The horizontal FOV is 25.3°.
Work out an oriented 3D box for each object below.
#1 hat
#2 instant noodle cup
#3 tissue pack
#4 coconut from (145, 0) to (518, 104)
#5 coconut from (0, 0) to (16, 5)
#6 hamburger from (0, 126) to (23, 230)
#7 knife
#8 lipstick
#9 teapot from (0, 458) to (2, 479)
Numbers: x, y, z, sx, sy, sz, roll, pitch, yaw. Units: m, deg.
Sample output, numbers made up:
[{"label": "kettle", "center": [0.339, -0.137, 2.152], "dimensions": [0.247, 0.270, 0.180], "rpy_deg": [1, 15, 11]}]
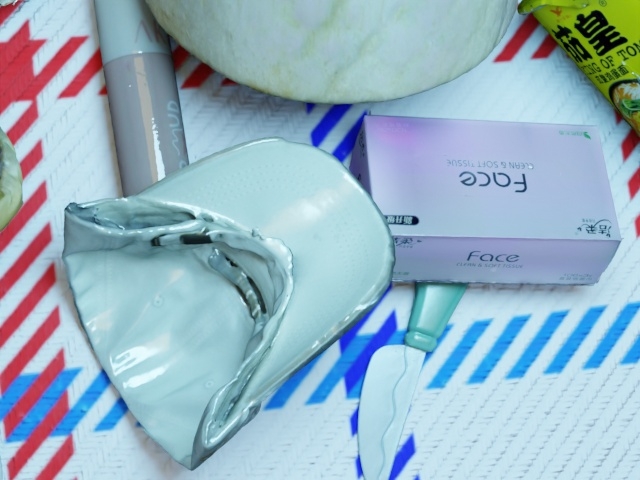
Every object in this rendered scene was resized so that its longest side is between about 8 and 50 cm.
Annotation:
[{"label": "hat", "center": [-0.077, 0.044, 1.324], "dimensions": [0.301, 0.168, 0.258], "rpy_deg": [-32, 75, -3]}, {"label": "instant noodle cup", "center": [0.394, -0.222, 1.411], "dimensions": [0.325, 0.325, 0.254], "rpy_deg": [-37, 97, -14]}, {"label": "tissue pack", "center": [0.157, -0.041, 1.411], "dimensions": [0.246, 0.092, 0.149], "rpy_deg": [1, 56, -9]}, {"label": "coconut", "center": [0.006, -0.308, 1.332], "dimensions": [0.344, 0.415, 0.415], "rpy_deg": [-33, 86, -30]}, {"label": "coconut", "center": [-0.343, -0.300, 1.360], "dimensions": [0.182, 0.171, 0.171], "rpy_deg": [-15, 82, -15]}, {"label": "hamburger", "center": [-0.401, -0.047, 1.248], "dimensions": [0.259, 0.283, 0.145], "rpy_deg": [-27, 125, -15]}, {"label": "knife", "center": [0.082, 0.122, 1.422], "dimensions": [0.063, 0.034, 0.260], "rpy_deg": [24, 79, -6]}, {"label": "lipstick", "center": [-0.174, -0.143, 1.404], "dimensions": [0.070, 0.070, 0.255], "rpy_deg": [-8, 81, -11]}, {"label": "teapot", "center": [-0.380, 0.223, 1.266], "dimensions": [0.204, 0.139, 0.298], "rpy_deg": [-39, 88, -17]}]
